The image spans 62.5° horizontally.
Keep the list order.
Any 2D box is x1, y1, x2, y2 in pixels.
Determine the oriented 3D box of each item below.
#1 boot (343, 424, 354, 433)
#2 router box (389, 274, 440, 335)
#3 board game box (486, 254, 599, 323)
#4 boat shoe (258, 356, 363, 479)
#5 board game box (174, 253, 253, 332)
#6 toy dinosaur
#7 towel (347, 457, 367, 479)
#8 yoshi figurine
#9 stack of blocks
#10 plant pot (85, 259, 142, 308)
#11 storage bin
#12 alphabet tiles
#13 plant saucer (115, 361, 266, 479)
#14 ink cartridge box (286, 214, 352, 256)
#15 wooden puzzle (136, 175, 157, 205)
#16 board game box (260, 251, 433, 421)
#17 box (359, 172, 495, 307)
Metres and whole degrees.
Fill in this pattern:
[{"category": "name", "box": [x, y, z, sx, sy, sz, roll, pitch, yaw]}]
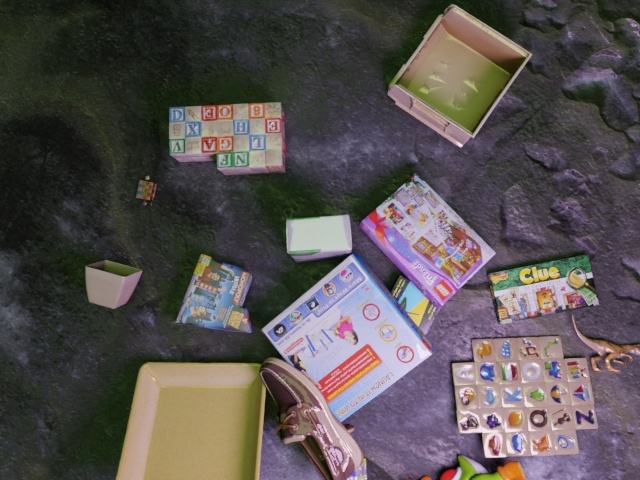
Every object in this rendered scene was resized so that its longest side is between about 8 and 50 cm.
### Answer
[{"category": "boot", "box": [0.038, 0.528, 1.349, 0.118, 0.042, 0.087, -14, 90, 2]}, {"category": "router box", "box": [0.219, 0.199, 1.366, 0.133, 0.046, 0.179, 28, 86, 4]}, {"category": "board game box", "box": [0.576, 0.126, 1.369, 0.259, 0.030, 0.136, -12, 82, 1]}, {"category": "boat shoe", "box": [-0.045, 0.438, 1.262, 0.123, 0.123, 0.342, -35, 86, -40]}, {"category": "board game box", "box": [-0.253, 0.159, 1.383, 0.194, 0.060, 0.194, 21, 86, 3]}, {"category": "toy dinosaur", "box": [0.715, 0.276, 1.341, 0.211, 0.064, 0.112, 17, 67, -5]}, {"category": "towel", "box": [0.089, 0.600, 1.351, 0.060, 0.009, 0.084, 0, 85, 3]}, {"category": "yoshi figurine", "box": [0.324, 0.660, 1.249, 0.361, 0.203, 0.204, -17, 91, 4]}, {"category": "stack of blocks", "box": [-0.245, -0.267, 1.409, 0.296, 0.087, 0.171, -2, 85, 2]}, {"category": "plant pot", "box": [-0.547, 0.118, 1.381, 0.109, 0.109, 0.096, 14, 98, 4]}, {"category": "storage bin", "box": [0.353, -0.430, 1.383, 0.260, 0.123, 0.262, 35, 87, 5]}, {"category": "alphabet tiles", "box": [0.509, 0.388, 1.326, 0.342, 0.011, 0.286, -3, 73, 2]}, {"category": "plant saucer", "box": [-0.302, 0.473, 1.296, 0.332, 0.081, 0.333, 0, 57, 2]}, {"category": "ink cartridge box", "box": [0.000, 0.000, 1.315, 0.152, 0.208, 0.087, -4, 81, 1]}, {"category": "wooden puzzle", "box": [-0.477, -0.136, 1.446, 0.049, 0.006, 0.084, 11, 85, 3]}, {"category": "board game box", "box": [0.065, 0.241, 1.313, 0.308, 0.086, 0.302, -40, 84, 13]}, {"category": "box", "box": [0.272, -0.002, 1.355, 0.201, 0.057, 0.293, -41, 81, -13]}]
